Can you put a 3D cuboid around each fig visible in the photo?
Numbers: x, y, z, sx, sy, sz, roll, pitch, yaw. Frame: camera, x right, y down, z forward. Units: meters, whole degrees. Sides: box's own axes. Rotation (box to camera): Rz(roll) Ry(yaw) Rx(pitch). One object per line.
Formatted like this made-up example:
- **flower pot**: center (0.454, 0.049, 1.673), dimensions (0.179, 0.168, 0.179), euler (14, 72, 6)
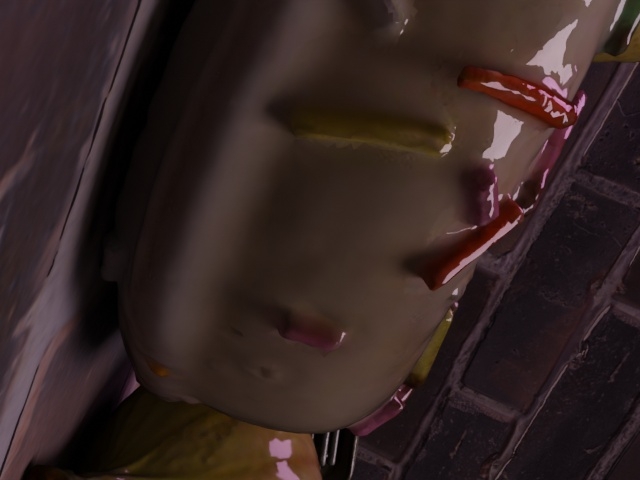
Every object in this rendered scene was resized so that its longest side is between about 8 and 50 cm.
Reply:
- **fig**: center (-0.068, 0.133, 0.614), dimensions (0.231, 0.143, 0.160), euler (95, -12, -65)

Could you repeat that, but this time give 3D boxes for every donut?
- **donut**: center (0.047, -0.076, 0.525), dimensions (0.383, 0.142, 0.382), euler (-60, 176, -8)

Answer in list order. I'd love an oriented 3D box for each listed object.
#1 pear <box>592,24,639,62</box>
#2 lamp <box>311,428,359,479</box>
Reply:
- **pear**: center (0.230, -0.296, 0.987), dimensions (0.309, 0.309, 0.309), euler (26, 90, -88)
- **lamp**: center (-0.049, 0.169, 0.874), dimensions (0.283, 0.124, 0.203), euler (-46, 136, -63)
